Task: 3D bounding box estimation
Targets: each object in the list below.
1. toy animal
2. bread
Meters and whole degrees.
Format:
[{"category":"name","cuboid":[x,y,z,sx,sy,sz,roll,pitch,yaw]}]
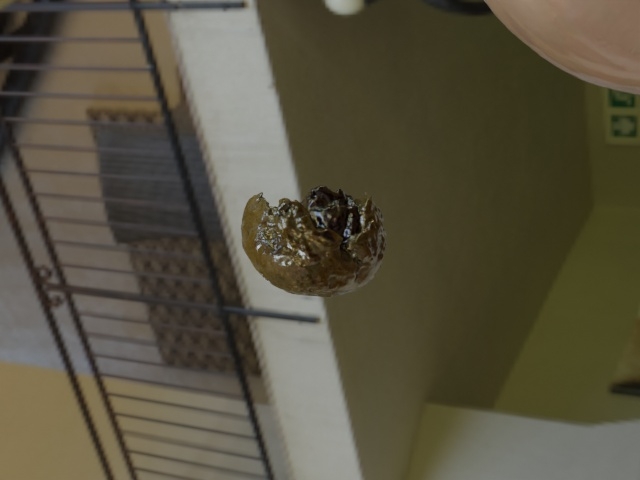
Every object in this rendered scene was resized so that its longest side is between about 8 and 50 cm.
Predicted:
[{"category":"toy animal","cuboid":[0.206,-0.162,0.704,0.166,0.250,0.154,-63,-8,-62]},{"category":"bread","cuboid":[0.000,0.000,0.886,0.060,0.113,0.082,119,141,-52]}]
